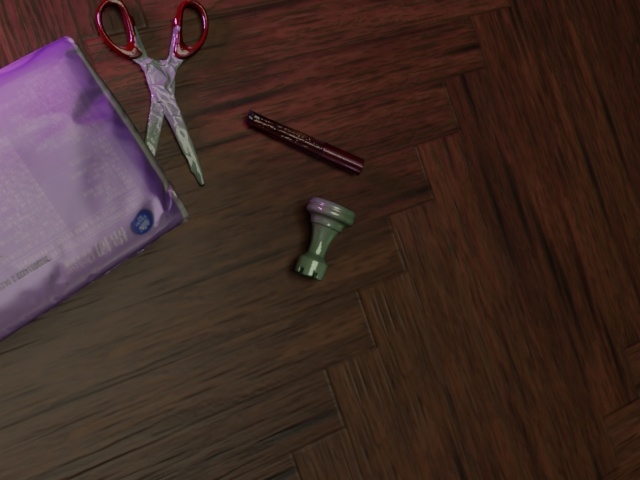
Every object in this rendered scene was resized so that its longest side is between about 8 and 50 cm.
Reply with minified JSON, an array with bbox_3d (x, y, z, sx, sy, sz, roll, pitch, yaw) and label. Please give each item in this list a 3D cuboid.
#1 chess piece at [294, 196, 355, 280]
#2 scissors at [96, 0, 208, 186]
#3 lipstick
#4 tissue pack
[{"bbox_3d":[0.000,0.000,1.047,0.067,0.067,0.103,23,85,-20],"label":"chess piece"},{"bbox_3d":[-0.203,-0.188,1.005,0.144,0.017,0.248,-6,88,-23],"label":"scissors"},{"bbox_3d":[-0.021,-0.133,1.070,0.176,0.027,0.027,21,76,-19],"label":"lipstick"},{"bbox_3d":[-0.347,-0.033,0.845,0.338,0.160,0.242,-35,99,-24],"label":"tissue pack"}]
